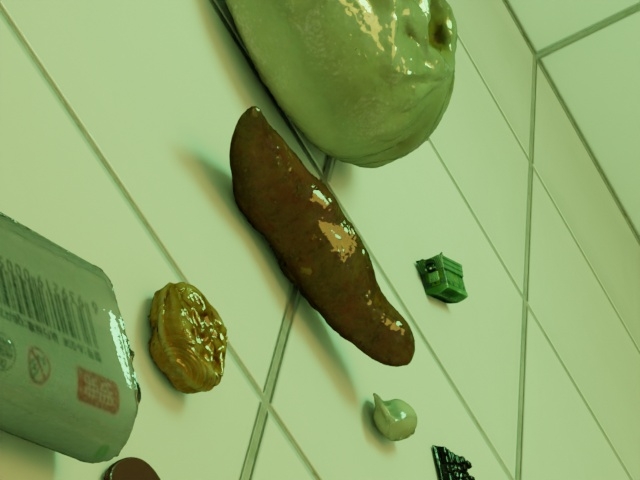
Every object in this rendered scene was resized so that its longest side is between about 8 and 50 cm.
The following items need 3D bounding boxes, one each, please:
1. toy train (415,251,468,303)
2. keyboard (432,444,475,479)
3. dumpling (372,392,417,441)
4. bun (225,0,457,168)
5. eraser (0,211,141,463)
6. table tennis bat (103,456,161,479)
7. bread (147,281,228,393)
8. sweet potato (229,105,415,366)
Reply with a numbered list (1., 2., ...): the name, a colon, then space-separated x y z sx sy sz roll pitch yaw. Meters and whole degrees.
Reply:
1. toy train: 0.161 0.051 2.449 0.093 0.038 0.056 25 50 -62
2. keyboard: 0.172 0.341 2.138 0.072 0.023 0.231 40 31 -46
3. dumpling: 0.078 0.191 2.050 0.077 0.043 0.059 2 46 -52
4. bun: 0.037 -0.268 2.240 0.365 0.219 0.365 55 17 -27
5. eraser: -0.230 0.056 1.342 0.227 0.081 0.174 34 32 -55
6. table tennis bat: -0.152 0.216 1.457 0.087 0.013 0.156 69 17 5
7. bread: -0.119 0.085 1.655 0.083 0.044 0.110 49 23 -30
8. sweet potato: -0.010 -0.004 1.983 0.106 0.095 0.354 10 -42 56
